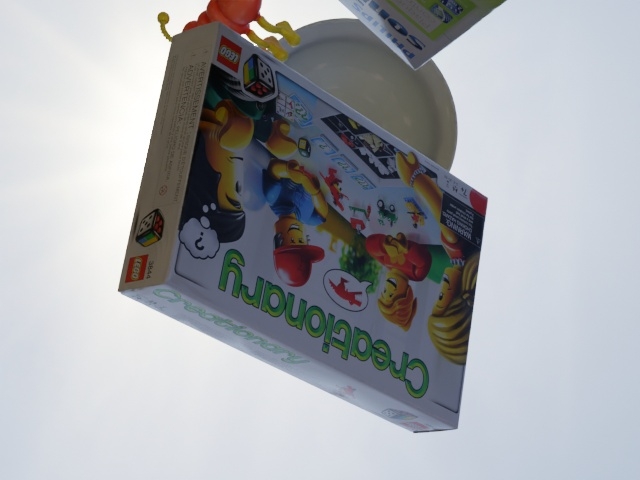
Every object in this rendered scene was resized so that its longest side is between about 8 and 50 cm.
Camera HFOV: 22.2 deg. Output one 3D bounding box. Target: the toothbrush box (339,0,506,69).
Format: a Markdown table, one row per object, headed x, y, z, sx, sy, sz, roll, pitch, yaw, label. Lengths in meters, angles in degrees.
| x | y | z | sx | sy | sz | roll | pitch | yaw | label |
| --- | --- | --- | --- | --- | --- | --- | --- | --- | --- |
| 0.062 | -0.245 | 0.998 | 0.122 | 0.206 | 0.283 | -50 | -173 | -15 | toothbrush box |

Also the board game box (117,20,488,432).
| x | y | z | sx | sy | sz | roll | pitch | yaw | label |
| --- | --- | --- | --- | --- | --- | --- | --- | --- | --- |
| 0.000 | 0.000 | 1.162 | 0.053 | 0.305 | 0.193 | -11 | -119 | 42 | board game box |

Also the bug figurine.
| x | y | z | sx | sy | sz | roll | pitch | yaw | label |
| --- | --- | --- | --- | --- | --- | --- | --- | --- | --- |
| -0.100 | -0.271 | 1.256 | 0.216 | 0.072 | 0.279 | -47 | -109 | 32 | bug figurine |

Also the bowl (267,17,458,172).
| x | y | z | sx | sy | sz | roll | pitch | yaw | label |
| --- | --- | --- | --- | --- | --- | --- | --- | --- | --- |
| 0.027 | -0.145 | 2.197 | 0.134 | 0.298 | 0.298 | 178 | -64 | -84 | bowl |
